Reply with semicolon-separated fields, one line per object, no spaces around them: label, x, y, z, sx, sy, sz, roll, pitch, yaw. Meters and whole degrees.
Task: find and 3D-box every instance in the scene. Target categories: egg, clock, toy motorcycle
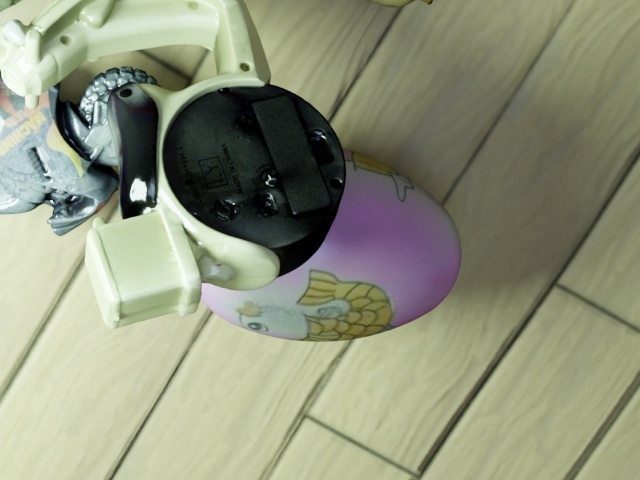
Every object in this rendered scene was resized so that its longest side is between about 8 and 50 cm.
egg;0.000;0.000;1.637;0.271;0.196;0.196;-5;107;-6
clock;-0.138;-0.124;1.518;0.276;0.120;0.379;-18;67;-18
toy motorcycle;-0.300;-0.088;1.631;0.307;0.108;0.173;1;110;-6

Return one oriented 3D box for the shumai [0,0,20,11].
shumai;-0.361;-0.333;1.551;0.222;0.204;0.272;-36;142;8

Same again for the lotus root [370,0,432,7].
lotus root;0.056;-0.263;1.628;0.150;0.062;0.073;25;104;-10
